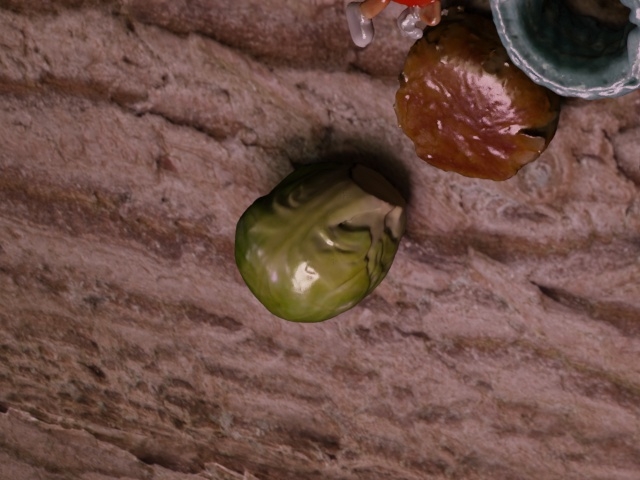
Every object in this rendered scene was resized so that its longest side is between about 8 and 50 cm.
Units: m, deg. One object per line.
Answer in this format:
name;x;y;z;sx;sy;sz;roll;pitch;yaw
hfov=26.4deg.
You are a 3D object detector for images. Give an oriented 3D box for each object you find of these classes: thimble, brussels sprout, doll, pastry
thimble;0.293;-0.271;1.521;0.235;0.143;0.198;35;135;5
brussels sprout;0.000;0.000;1.867;0.244;0.244;0.244;16;132;19
doll;0.095;-0.330;1.626;0.217;0.085;0.183;-14;98;44
pastry;0.186;-0.180;1.689;0.218;0.100;0.229;-1;129;37
